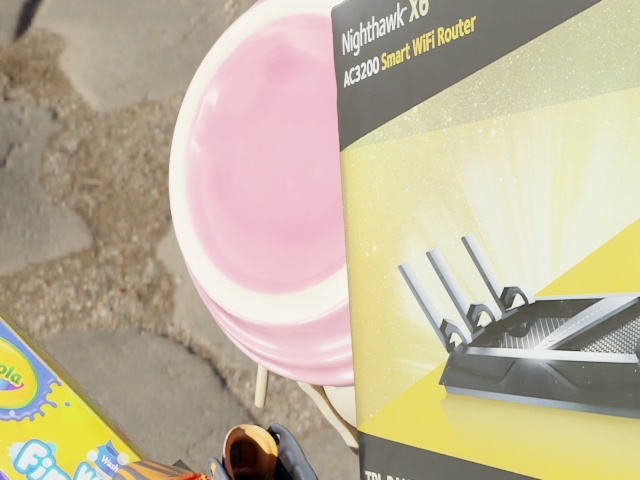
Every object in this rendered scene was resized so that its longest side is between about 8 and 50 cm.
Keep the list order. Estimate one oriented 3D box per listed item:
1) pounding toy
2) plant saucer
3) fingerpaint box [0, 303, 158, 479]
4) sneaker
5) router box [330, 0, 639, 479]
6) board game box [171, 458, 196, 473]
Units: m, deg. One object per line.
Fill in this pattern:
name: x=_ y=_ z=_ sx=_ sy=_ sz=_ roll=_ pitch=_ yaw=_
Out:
pounding toy: x=0.012 y=0.139 z=1.567 sx=0.269 sy=0.155 sz=0.154 roll=54 pitch=35 yaw=-25
plant saucer: x=0.000 y=-0.058 z=0.978 sx=0.084 sy=0.332 sz=0.332 roll=10 pitch=39 yaw=-49
fingerpaint box: x=-0.376 y=0.337 z=1.519 sx=0.371 sy=0.163 sz=0.445 roll=-43 pitch=98 yaw=-8
sneaker: x=-0.089 y=0.236 z=1.219 sx=0.321 sy=0.180 sz=0.124 roll=20 pitch=33 yaw=40
router box: x=0.107 y=0.003 z=0.449 sx=0.081 sy=0.309 sz=0.243 roll=-2 pitch=86 yaw=-24
board game box: x=-0.226 y=0.369 z=1.821 sx=0.136 sy=0.259 sz=0.030 roll=-35 pitch=95 yaw=-12
